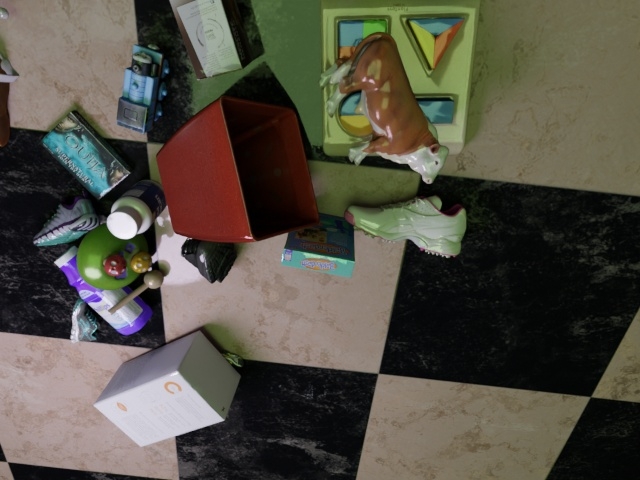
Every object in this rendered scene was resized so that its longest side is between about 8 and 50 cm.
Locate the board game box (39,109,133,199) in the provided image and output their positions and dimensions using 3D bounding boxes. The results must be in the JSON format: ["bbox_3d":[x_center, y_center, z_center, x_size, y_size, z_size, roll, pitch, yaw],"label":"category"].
[{"bbox_3d":[-0.568,-0.204,1.097,0.126,0.026,0.186,-33,112,20],"label":"board game box"}]

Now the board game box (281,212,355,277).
[{"bbox_3d":[0.000,0.000,1.069,0.160,0.210,0.047,11,119,-2],"label":"board game box"}]

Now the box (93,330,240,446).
[{"bbox_3d":[-0.454,0.450,1.353,0.345,0.168,0.215,-25,114,22],"label":"box"}]

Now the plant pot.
[{"bbox_3d":[-0.187,-0.129,0.966,0.235,0.267,0.267,-10,94,29],"label":"plant pot"}]

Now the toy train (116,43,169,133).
[{"bbox_3d":[-0.382,-0.326,0.973,0.080,0.105,0.184,18,118,-7],"label":"toy train"}]

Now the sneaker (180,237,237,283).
[{"bbox_3d":[-0.282,0.035,1.091,0.130,0.286,0.109,30,75,-2],"label":"sneaker"}]

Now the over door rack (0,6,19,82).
[{"bbox_3d":[-0.738,-0.376,0.918,0.239,0.108,0.324,-33,78,19],"label":"over door rack"}]

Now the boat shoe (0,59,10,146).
[{"bbox_3d":[-0.758,-0.315,1.021,0.073,0.073,0.207,19,118,-9],"label":"boat shoe"}]

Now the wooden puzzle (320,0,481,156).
[{"bbox_3d":[0.161,-0.337,0.948,0.322,0.080,0.348,0,119,3],"label":"wooden puzzle"}]

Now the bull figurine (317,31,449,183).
[{"bbox_3d":[0.129,-0.242,0.900,0.188,0.101,0.310,-22,111,15],"label":"bull figurine"}]

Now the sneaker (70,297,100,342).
[{"bbox_3d":[-0.693,0.236,1.337,0.076,0.065,0.167,8,124,-20],"label":"sneaker"}]

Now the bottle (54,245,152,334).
[{"bbox_3d":[-0.600,0.138,1.244,0.118,0.092,0.283,-21,117,34],"label":"bottle"}]

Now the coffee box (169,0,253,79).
[{"bbox_3d":[-0.220,-0.456,0.872,0.098,0.141,0.247,-11,117,9],"label":"coffee box"}]

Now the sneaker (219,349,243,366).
[{"bbox_3d":[-0.278,0.370,1.395,0.083,0.031,0.035,31,126,-6],"label":"sneaker"}]

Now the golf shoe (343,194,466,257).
[{"bbox_3d":[0.211,-0.058,1.094,0.306,0.115,0.140,13,108,-11],"label":"golf shoe"}]

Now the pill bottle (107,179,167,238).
[{"bbox_3d":[-0.439,-0.073,1.079,0.094,0.169,0.094,2,119,3],"label":"pill bottle"}]

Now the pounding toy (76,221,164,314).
[{"bbox_3d":[-0.490,0.072,1.143,0.110,0.183,0.237,18,136,36],"label":"pounding toy"}]

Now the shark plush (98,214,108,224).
[{"bbox_3d":[-0.567,0.004,1.215,0.067,0.073,0.161,29,140,10],"label":"shark plush"}]

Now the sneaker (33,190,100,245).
[{"bbox_3d":[-0.666,-0.053,1.175,0.223,0.083,0.098,-18,82,22],"label":"sneaker"}]
